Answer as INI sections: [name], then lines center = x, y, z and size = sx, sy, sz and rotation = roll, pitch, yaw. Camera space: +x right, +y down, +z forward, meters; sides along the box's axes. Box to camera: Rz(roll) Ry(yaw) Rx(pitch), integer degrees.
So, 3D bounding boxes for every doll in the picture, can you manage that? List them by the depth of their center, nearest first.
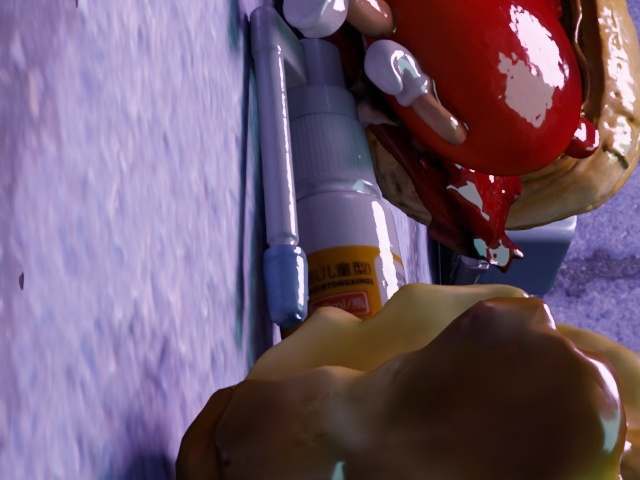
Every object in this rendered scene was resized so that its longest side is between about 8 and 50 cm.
[doll]
center = 0.062, -0.111, 0.872
size = 0.217, 0.085, 0.183
rotation = 34, 42, -34

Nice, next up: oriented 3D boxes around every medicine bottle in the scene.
[medicine bottle]
center = 0.000, 0.000, 0.784
size = 0.092, 0.061, 0.220
rotation = 41, 34, -55

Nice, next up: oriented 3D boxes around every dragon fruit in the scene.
[dragon fruit]
center = 0.054, -0.186, 1.019
size = 0.282, 0.100, 0.343
rotation = 54, 43, -42

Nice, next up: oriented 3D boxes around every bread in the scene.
[bread]
center = 0.126, -0.109, 1.193
size = 0.120, 0.198, 0.236
rotation = 80, 8, -61

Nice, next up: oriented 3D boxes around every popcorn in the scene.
[popcorn]
center = 0.058, 0.177, 0.582
size = 0.265, 0.225, 0.332
rotation = -90, -177, -57

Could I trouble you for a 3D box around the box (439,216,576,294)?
[box]
center = 0.174, -0.055, 1.702
size = 0.162, 0.130, 0.227
rotation = 101, -8, -60
